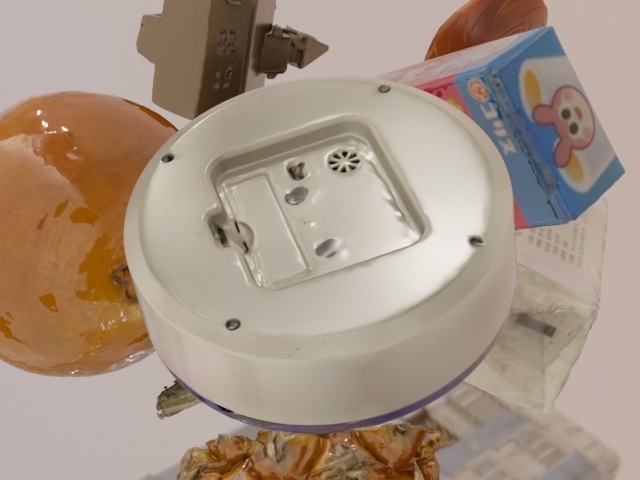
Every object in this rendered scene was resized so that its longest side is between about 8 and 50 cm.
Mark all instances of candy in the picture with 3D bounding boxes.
[{"bbox_3d":[0.121,-0.088,1.209,0.306,0.100,0.157,-8,-65,57],"label":"candy"}]

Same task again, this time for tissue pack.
[{"bbox_3d":[0.212,0.025,1.600,0.266,0.356,0.194,25,-64,5],"label":"tissue pack"}]

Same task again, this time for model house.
[{"bbox_3d":[-0.098,-0.258,1.704,0.176,0.248,0.181,31,-62,44],"label":"model house"}]

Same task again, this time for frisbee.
[{"bbox_3d":[0.226,-0.256,1.710,0.035,0.192,0.192,57,-37,31],"label":"frisbee"}]

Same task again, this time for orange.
[{"bbox_3d":[-0.257,-0.007,1.360,0.312,0.312,0.312,25,-53,40],"label":"orange"}]

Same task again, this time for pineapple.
[{"bbox_3d":[-0.006,0.209,1.058,0.236,0.186,0.114,0,-111,21],"label":"pineapple"}]

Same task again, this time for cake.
[{"bbox_3d":[-0.114,0.147,1.368,0.055,0.140,0.051,33,-38,20],"label":"cake"}]

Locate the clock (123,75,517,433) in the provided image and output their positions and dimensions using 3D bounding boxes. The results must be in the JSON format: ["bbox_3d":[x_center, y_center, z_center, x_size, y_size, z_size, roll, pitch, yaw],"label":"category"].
[{"bbox_3d":[0.000,0.000,0.765,0.230,0.230,0.083,33,-28,35],"label":"clock"}]
